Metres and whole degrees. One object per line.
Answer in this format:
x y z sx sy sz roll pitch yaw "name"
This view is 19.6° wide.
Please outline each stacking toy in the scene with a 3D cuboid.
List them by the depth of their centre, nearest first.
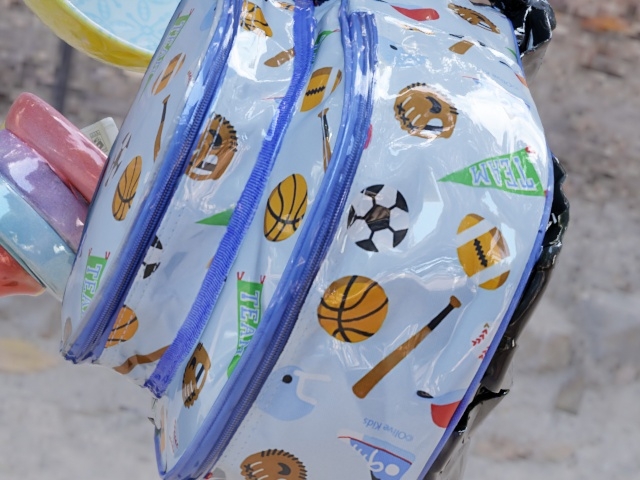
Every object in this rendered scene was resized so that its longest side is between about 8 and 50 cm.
-0.179 0.033 1.405 0.279 0.130 0.309 45 -10 -4 "stacking toy"

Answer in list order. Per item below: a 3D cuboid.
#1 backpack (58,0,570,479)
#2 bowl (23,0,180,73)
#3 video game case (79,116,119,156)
0.000 0.000 0.853 0.213 0.276 0.263 14 20 -17 "backpack"
-0.148 -0.252 1.494 0.289 0.289 0.156 -3 -14 -30 "bowl"
-0.202 -0.022 1.625 0.157 0.143 0.019 -18 8 47 "video game case"
